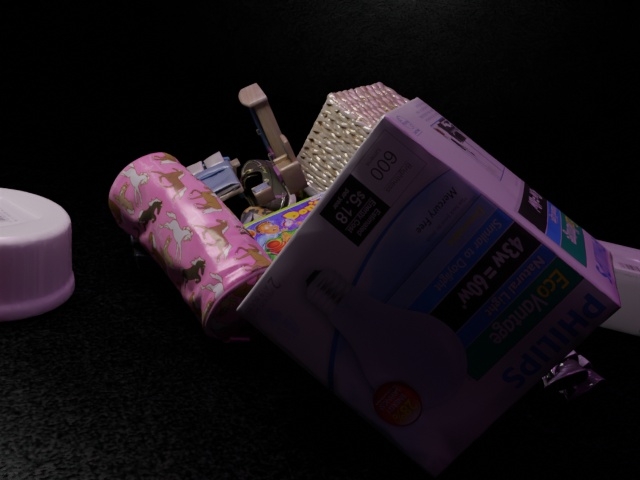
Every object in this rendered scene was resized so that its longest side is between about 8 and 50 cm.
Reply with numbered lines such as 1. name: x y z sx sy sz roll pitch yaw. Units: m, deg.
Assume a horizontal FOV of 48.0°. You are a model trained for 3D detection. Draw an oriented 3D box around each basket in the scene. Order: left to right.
1. basket: 0.156 -0.206 1.865 0.331 0.266 0.328 38 33 16

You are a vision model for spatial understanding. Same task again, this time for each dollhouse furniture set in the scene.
1. dollhouse furniture set: -0.229 -0.193 1.694 0.303 0.198 0.286 -26 29 -3

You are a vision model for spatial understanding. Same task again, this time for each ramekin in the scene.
1. ramekin: -0.545 0.012 1.185 0.277 0.135 0.277 11 20 -4

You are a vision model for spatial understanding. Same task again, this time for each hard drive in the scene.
1. hard drive: -0.303 0.002 1.468 0.172 0.054 0.255 5 22 -17

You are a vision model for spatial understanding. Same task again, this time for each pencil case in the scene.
1. pencil case: -0.219 0.008 1.249 0.160 0.167 0.386 -30 52 -23

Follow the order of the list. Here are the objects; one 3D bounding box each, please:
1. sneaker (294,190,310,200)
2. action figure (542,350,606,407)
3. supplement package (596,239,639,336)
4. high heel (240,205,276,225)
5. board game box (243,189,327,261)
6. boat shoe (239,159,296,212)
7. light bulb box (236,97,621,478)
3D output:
1. sneaker: -0.066 -0.148 1.995 0.094 0.081 0.208 -3 18 -15
2. action figure: 0.386 0.161 1.292 0.185 0.099 0.285 51 9 -39
3. supplement package: 0.664 0.102 1.633 0.262 0.145 0.204 13 19 4
4. high heel: -0.059 -0.029 1.636 0.261 0.093 0.186 7 23 3
5. board game box: 0.000 0.000 1.412 0.347 0.078 0.233 -24 31 -20
6. boat shoe: -0.155 -0.143 1.852 0.091 0.109 0.305 19 18 -30
7. light bulb box: 0.147 0.058 0.996 0.361 0.358 0.225 39 25 4
